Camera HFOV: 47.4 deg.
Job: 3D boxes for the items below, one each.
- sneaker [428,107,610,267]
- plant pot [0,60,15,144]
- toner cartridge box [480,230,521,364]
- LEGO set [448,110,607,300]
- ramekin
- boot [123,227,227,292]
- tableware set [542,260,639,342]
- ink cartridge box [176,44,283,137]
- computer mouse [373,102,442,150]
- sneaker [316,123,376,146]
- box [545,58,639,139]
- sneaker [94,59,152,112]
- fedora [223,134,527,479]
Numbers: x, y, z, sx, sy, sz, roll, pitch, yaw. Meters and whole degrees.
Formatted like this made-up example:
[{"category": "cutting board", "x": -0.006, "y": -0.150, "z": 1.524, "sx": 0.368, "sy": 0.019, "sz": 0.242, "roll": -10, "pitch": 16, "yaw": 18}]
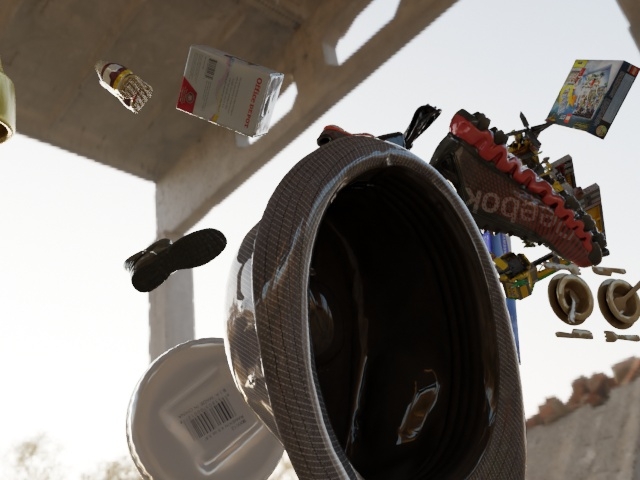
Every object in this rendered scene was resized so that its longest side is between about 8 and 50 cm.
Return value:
[{"category": "sneaker", "x": 0.253, "y": -0.045, "z": 0.974, "sx": 0.135, "sy": 0.276, "sz": 0.097, "roll": -49, "pitch": 0, "yaw": 13}, {"category": "plant pot", "x": -0.599, "y": -0.283, "z": 1.110, "sx": 0.254, "sy": 0.239, "sz": 0.254, "roll": -2, "pitch": -8, "yaw": 0}, {"category": "toner cartridge box", "x": 0.399, "y": 0.144, "z": 1.809, "sx": 0.075, "sy": 0.347, "sz": 0.165, "roll": 12, "pitch": -20, "yaw": -34}, {"category": "LEGO set", "x": 0.351, "y": -0.079, "z": 1.303, "sx": 0.255, "sy": 0.331, "sz": 0.192, "roll": -21, "pitch": -44, "yaw": 9}, {"category": "ramekin", "x": -0.176, "y": 0.286, "z": 1.172, "sx": 0.277, "sy": 0.277, "sz": 0.135, "roll": -1, "pitch": -17, "yaw": -12}, {"category": "boot", "x": -0.351, "y": 0.022, "z": 1.720, "sx": 0.247, "sy": 0.161, "sz": 0.083, "roll": -28, "pitch": -65, "yaw": -10}, {"category": "tableware set", "x": 0.445, "y": 0.095, "z": 1.160, "sx": 0.194, "sy": 0.128, "sz": 0.039, "roll": 6, "pitch": -22, "yaw": -27}, {"category": "ink cartridge box", "x": -0.174, "y": -0.288, "z": 1.407, "sx": 0.175, "sy": 0.072, "sz": 0.127, "roll": 23, "pitch": -70, "yaw": 13}, {"category": "computer mouse", "x": 0.045, "y": -0.086, "z": 0.976, "sx": 0.060, "sy": 0.262, "sz": 0.184, "roll": 43, "pitch": -35, "yaw": 4}, {"category": "sneaker", "x": 0.061, "y": -0.193, "z": 1.528, "sx": 0.158, "sy": 0.065, "sz": 0.061, "roll": 19, "pitch": -43, "yaw": 27}, {"category": "box", "x": 0.584, "y": -0.312, "z": 1.587, "sx": 0.044, "sy": 0.233, "sz": 0.159, "roll": 22, "pitch": -78, "yaw": -10}, {"category": "sneaker", "x": -0.413, "y": -0.329, "z": 1.527, "sx": 0.084, "sy": 0.069, "sz": 0.185, "roll": 37, "pitch": -7, "yaw": 2}, {"category": "fedora", "x": 0.023, "y": 0.073, "z": 0.498, "sx": 0.124, "sy": 0.275, "sz": 0.244, "roll": -16, "pitch": 2, "yaw": 44}]
